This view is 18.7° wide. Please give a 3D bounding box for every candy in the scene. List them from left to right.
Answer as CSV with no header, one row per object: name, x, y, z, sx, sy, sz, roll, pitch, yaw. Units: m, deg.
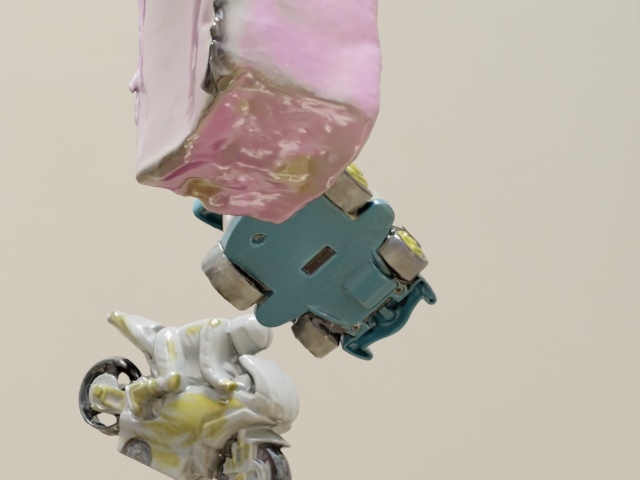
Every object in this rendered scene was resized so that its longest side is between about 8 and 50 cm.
candy,-0.043,-0.160,1.222,0.155,0.116,0.265,133,-38,-55

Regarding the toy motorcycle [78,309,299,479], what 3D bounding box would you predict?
toy motorcycle,-0.092,0.118,1.496,0.228,0.074,0.151,27,-86,39

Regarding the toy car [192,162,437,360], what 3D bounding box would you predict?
toy car,0.000,0.000,1.359,0.126,0.161,0.098,-42,-144,14
